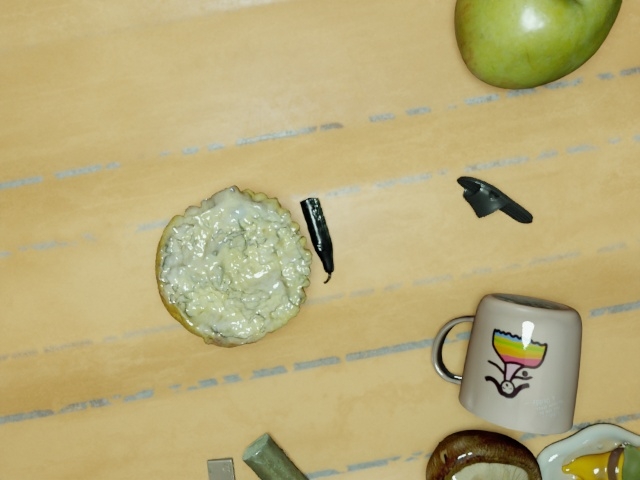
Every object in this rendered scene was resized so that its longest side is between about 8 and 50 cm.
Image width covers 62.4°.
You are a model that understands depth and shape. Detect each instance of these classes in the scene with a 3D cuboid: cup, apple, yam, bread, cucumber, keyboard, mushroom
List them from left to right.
[{"bbox_3d":[-0.187,0.509,1.046,0.055,0.017,0.166,-5,97,4],"label":"keyboard"},{"bbox_3d":[-0.145,0.046,0.921,0.274,0.149,0.274,0,91,0],"label":"bread"},{"bbox_3d":[-0.076,0.449,1.016,0.068,0.068,0.169,-36,105,3],"label":"yam"},{"bbox_3d":[0.000,0.000,0.973,0.043,0.039,0.163,-16,96,22],"label":"cucumber"},{"bbox_3d":[0.304,0.446,0.999,0.194,0.138,0.231,-36,108,-10],"label":"mushroom"},{"bbox_3d":[0.329,0.201,0.949,0.253,0.191,0.200,9,95,30],"label":"cup"},{"bbox_3d":[0.346,-0.374,0.854,0.261,0.194,0.261,0,91,-4],"label":"apple"}]

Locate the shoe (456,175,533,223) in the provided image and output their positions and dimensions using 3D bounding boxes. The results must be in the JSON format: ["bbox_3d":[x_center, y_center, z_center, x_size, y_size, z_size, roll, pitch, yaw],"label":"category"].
[{"bbox_3d":[0.312,-0.059,0.960,0.159,0.062,0.053,28,84,-9],"label":"shoe"}]

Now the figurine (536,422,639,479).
[{"bbox_3d":[0.543,0.447,0.977,0.250,0.141,0.166,-17,89,6],"label":"figurine"}]
